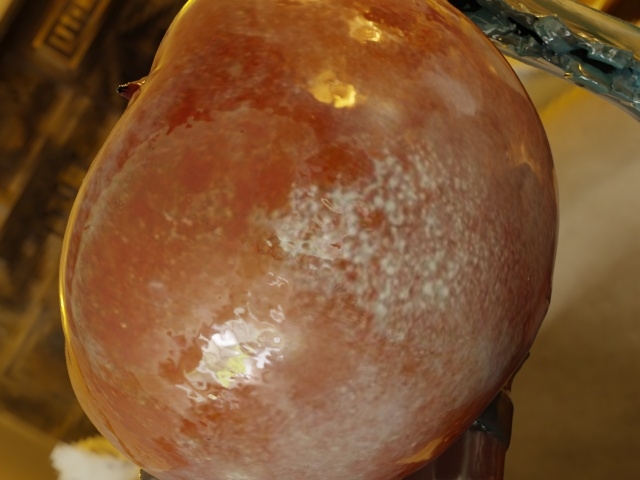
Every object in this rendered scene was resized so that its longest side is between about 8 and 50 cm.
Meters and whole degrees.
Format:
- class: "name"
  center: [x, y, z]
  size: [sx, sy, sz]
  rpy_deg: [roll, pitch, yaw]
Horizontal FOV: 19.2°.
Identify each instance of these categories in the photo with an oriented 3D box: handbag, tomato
- class: "handbag"
  center: [0.146, -0.115, 1.113]
  size: [0.057, 0.221, 0.144]
  rpy_deg: [-64, 13, 9]
- class: "tomato"
  center: [0.000, 0.000, 0.914]
  size: [0.270, 0.227, 0.270]
  rpy_deg: [21, -90, -86]

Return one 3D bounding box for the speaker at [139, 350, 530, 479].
- class: "speaker"
  center: [0.021, 0.179, 1.104]
  size: [0.259, 0.198, 0.330]
  rpy_deg: [-40, 39, 54]
